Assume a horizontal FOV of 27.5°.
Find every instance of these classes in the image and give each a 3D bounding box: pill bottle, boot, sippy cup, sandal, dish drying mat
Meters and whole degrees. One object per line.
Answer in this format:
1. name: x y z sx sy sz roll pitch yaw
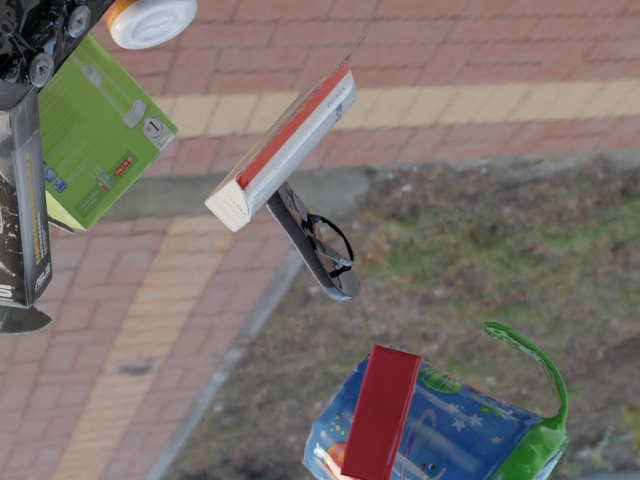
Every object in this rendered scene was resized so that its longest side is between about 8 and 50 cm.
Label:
1. pill bottle: -0.257 -0.372 1.724 0.121 0.216 0.121 -25 166 -7
2. boot: -0.348 -0.194 1.529 0.146 0.445 0.367 19 150 9
3. sippy cup: 0.112 0.237 1.403 0.305 0.224 0.240 -39 157 -41
4. sandal: 0.000 0.000 1.861 0.054 0.097 0.254 -26 132 13
5. dish drying mat: 0.037 0.108 0.805 0.032 0.083 0.008 13 169 15

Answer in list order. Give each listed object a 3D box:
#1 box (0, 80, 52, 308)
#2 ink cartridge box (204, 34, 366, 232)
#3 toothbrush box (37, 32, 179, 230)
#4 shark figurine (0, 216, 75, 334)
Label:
1. box: -0.341 -0.048 1.070 0.231 0.056 0.183 9 122 10
2. ink cartridge box: -0.026 -0.107 1.389 0.189 0.066 0.232 -50 -169 -17
3. toothbrush box: -0.377 -0.184 1.855 0.283 0.206 0.122 48 162 -25
4. shark figurine: -0.315 0.049 1.298 0.116 0.166 0.278 25 119 -14
